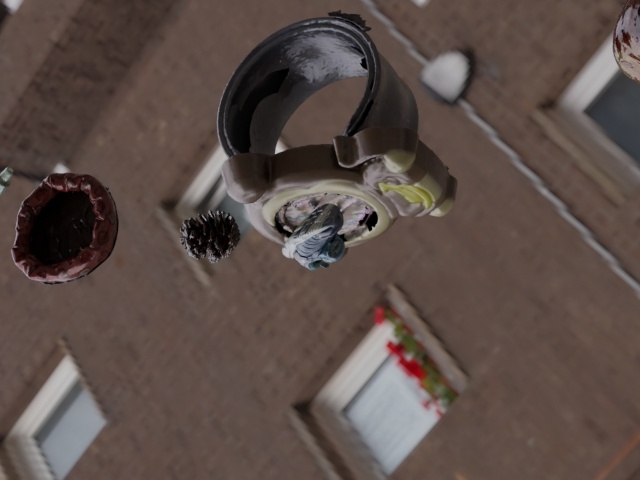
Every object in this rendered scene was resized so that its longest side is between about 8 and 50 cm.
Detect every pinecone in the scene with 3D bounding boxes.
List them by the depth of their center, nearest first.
[{"bbox_3d":[-0.152,-0.008,1.905,0.083,0.077,0.077,13,-154,-14],"label":"pinecone"}]

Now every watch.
[{"bbox_3d":[0.023,-0.175,2.130,0.314,0.335,0.327,40,-139,-51],"label":"watch"}]

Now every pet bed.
[{"bbox_3d":[-0.423,-0.022,2.297,0.201,0.201,0.053,48,-176,26],"label":"pet bed"}]

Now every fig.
[{"bbox_3d":[0.445,-0.273,1.686,0.148,0.202,0.149,18,-159,-6],"label":"fig"}]

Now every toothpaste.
[{"bbox_3d":[-0.572,-0.056,2.333,0.029,0.197,0.048,10,-135,-46],"label":"toothpaste"}]

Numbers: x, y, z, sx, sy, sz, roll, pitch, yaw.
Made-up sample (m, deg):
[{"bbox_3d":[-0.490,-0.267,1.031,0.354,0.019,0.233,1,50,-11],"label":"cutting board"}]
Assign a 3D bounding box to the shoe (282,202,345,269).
[{"bbox_3d":[0.000,0.000,1.841,0.071,0.143,0.064,37,-118,-3],"label":"shoe"}]
